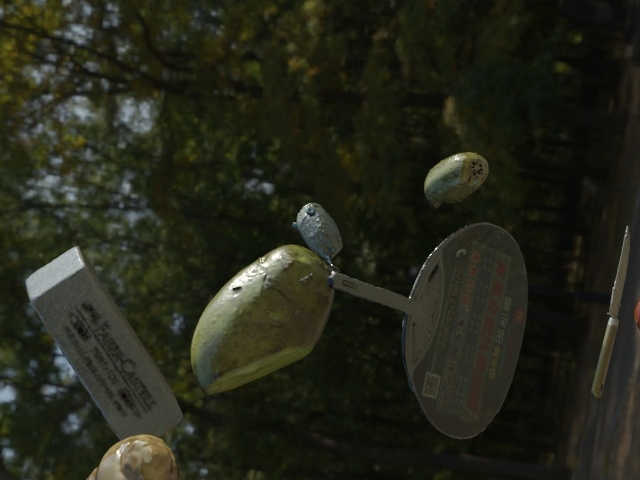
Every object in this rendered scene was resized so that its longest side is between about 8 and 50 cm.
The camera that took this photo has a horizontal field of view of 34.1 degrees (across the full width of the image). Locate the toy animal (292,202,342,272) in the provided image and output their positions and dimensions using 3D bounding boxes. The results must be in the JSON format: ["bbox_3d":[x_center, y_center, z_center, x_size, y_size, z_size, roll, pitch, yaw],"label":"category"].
[{"bbox_3d":[0.005,0.008,1.941,0.253,0.079,0.070,-108,38,-56],"label":"toy animal"}]

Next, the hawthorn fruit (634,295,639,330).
[{"bbox_3d":[0.765,0.148,2.066,0.211,0.262,0.210,-59,5,9],"label":"hawthorn fruit"}]

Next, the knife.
[{"bbox_3d":[0.498,0.121,1.775,0.047,0.017,0.298,23,-100,-47],"label":"knife"}]

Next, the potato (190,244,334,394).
[{"bbox_3d":[-0.094,0.135,1.693,0.298,0.176,0.141,-47,-18,-19],"label":"potato"}]

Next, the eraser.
[{"bbox_3d":[-0.362,0.178,1.730,0.353,0.111,0.077,56,177,5],"label":"eraser"}]

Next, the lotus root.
[{"bbox_3d":[0.253,-0.117,2.015,0.183,0.090,0.077,140,131,-61],"label":"lotus root"}]

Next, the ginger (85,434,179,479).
[{"bbox_3d":[-0.167,0.288,0.919,0.275,0.130,0.221,4,74,64],"label":"ginger"}]

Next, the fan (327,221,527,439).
[{"bbox_3d":[0.126,0.105,1.057,0.294,0.012,0.223,-18,-74,-41],"label":"fan"}]
